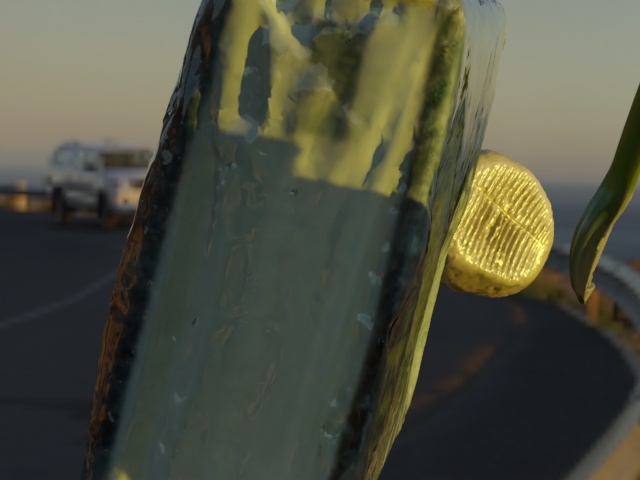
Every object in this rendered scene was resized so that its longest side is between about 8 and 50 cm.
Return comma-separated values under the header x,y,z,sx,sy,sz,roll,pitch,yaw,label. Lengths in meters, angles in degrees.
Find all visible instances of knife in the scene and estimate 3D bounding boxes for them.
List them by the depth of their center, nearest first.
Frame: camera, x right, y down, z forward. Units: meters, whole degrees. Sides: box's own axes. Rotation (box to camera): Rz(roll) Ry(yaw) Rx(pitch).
x,y,z,sx,sy,sz,roll,pitch,yaw,label
0.159,-0.040,0.851,0.026,0.184,0.022,-13,41,-40,knife

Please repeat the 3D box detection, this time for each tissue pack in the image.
x,y,z,sx,sy,sz,roll,pitch,yaw,label
0.000,0.000,0.534,0.081,0.185,0.257,16,10,6,tissue pack

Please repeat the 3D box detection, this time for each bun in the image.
x,y,z,sx,sy,sz,roll,pitch,yaw,label
0.117,-0.011,1.223,0.115,0.115,0.069,0,0,-31,bun
